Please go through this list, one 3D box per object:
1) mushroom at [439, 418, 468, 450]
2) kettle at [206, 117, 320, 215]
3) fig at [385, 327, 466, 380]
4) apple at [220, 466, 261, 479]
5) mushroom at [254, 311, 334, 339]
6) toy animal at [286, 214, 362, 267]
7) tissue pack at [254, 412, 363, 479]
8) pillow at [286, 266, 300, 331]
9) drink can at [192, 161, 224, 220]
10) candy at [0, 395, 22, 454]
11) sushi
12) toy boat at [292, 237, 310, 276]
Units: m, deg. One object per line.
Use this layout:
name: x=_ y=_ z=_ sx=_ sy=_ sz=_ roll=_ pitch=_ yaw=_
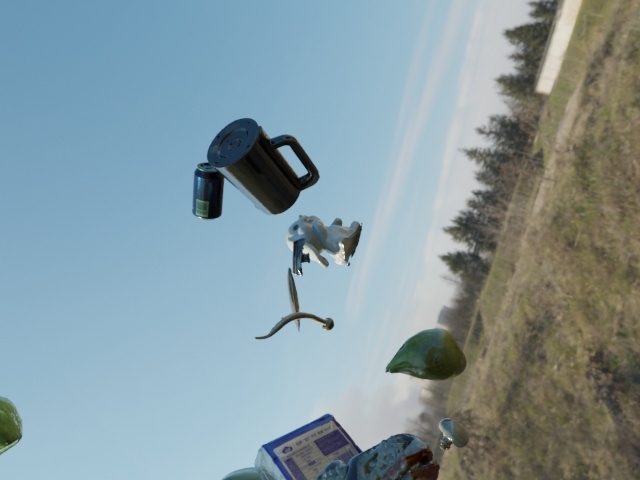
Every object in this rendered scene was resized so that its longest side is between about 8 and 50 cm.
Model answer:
mushroom: x=0.339 y=0.510 z=1.481 sx=0.079 sy=0.085 sz=0.085 roll=-53 pitch=-17 yaw=4
kettle: x=-0.189 y=-0.258 z=1.931 sx=0.262 sy=0.203 sz=0.308 roll=-43 pitch=-45 yaw=0
fig: x=0.325 y=0.343 z=1.729 sx=0.167 sy=0.233 sz=0.167 roll=8 pitch=-90 yaw=-68
apple: x=-0.189 y=0.847 z=1.758 sx=0.312 sy=0.359 sz=0.320 roll=-80 pitch=0 yaw=-61
mushroom: x=-0.067 y=0.245 z=1.669 sx=0.306 sy=0.043 sz=0.068 roll=4 pitch=-104 yaw=-46
toy animal: x=0.018 y=0.000 z=2.248 sx=0.249 sy=0.289 sz=0.174 roll=-16 pitch=-57 yaw=-44
tissue pack: x=-0.028 y=0.651 z=1.658 sx=0.269 sy=0.209 sz=0.137 roll=-14 pitch=-47 yaw=-41
pillow: x=-0.093 y=0.207 z=2.001 sx=0.130 sy=0.033 sz=0.218 roll=85 pitch=174 yaw=-52
drink can: x=-0.421 y=-0.185 z=2.142 sx=0.118 sy=0.118 sz=0.205 roll=-42 pitch=-33 yaw=-58
candy: x=-0.854 y=0.468 z=1.292 sx=0.132 sy=0.343 sz=0.142 roll=58 pitch=-170 yaw=-74
sushi: x=0.097 y=0.474 z=1.104 sx=0.332 sy=0.124 sz=0.130 roll=-38 pitch=30 yaw=22
toy boat: x=-0.065 y=0.057 z=1.956 sx=0.060 sy=0.060 sz=0.137 roll=-117 pitch=26 yaw=-75
